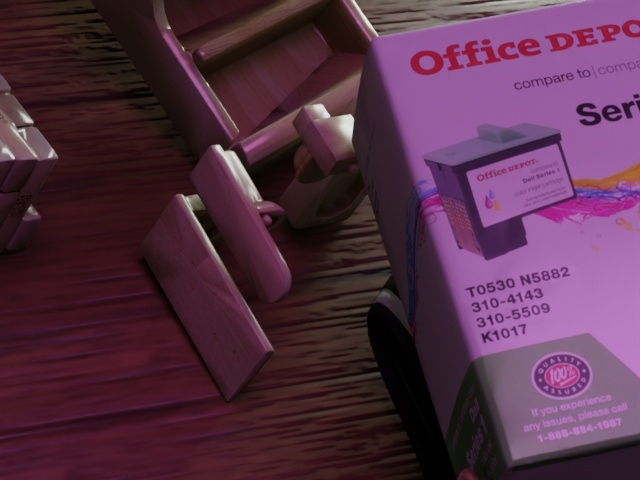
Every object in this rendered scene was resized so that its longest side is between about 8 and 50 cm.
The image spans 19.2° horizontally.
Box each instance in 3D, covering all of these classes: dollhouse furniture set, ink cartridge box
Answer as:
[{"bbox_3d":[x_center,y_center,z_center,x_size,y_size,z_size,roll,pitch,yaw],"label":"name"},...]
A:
[{"bbox_3d":[0.000,0.000,1.213,0.151,0.144,0.123,-11,60,-41],"label":"dollhouse furniture set"},{"bbox_3d":[-0.002,-0.236,1.179,0.362,0.394,0.256,-32,86,-33],"label":"dollhouse furniture set"},{"bbox_3d":[0.151,0.006,1.077,0.201,0.117,0.278,-11,62,-10],"label":"ink cartridge box"}]

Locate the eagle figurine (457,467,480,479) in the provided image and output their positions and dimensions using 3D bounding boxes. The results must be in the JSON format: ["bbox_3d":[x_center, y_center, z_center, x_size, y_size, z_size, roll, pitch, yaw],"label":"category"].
[{"bbox_3d":[-0.003,0.240,0.860,0.298,0.225,0.226,-13,14,-21],"label":"eagle figurine"}]

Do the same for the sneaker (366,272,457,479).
[{"bbox_3d":[0.222,0.138,1.172,0.447,0.169,0.257,34,65,13],"label":"sneaker"}]

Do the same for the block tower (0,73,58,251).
[{"bbox_3d":[-0.308,-0.034,1.099,0.335,0.097,0.091,-11,54,-48],"label":"block tower"}]
